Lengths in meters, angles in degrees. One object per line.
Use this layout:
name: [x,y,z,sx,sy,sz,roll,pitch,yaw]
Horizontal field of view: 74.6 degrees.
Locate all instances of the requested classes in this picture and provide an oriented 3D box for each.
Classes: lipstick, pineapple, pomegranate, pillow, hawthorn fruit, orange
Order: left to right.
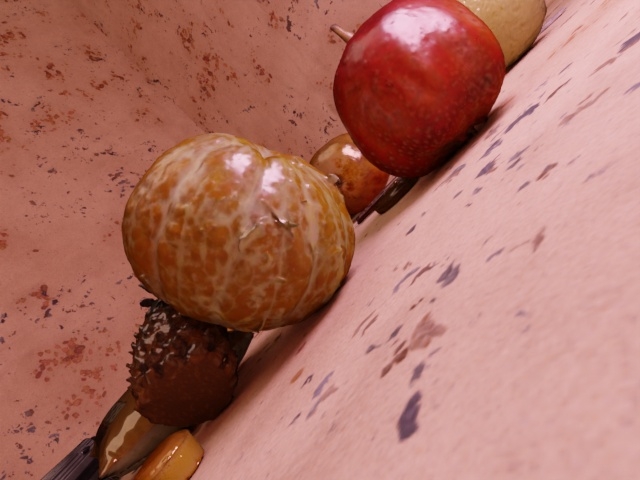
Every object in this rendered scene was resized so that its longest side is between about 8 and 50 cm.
pillow: [-0.285,0.291,0.783,0.312,0.119,0.310,-44,9,-36]
pineapple: [-0.223,0.119,0.698,0.165,0.165,0.365,-45,33,11]
orange: [-0.110,-0.019,0.615,0.329,0.329,0.249,-55,-12,-72]
pomegranate: [0.088,-0.202,1.295,0.252,0.229,0.270,-44,-2,22]
lipstick: [0.151,-0.106,1.051,0.176,0.027,0.027,-46,3,22]
hawthorn fruit: [0.140,-0.284,0.738,0.287,0.330,0.287,-45,-10,-10]

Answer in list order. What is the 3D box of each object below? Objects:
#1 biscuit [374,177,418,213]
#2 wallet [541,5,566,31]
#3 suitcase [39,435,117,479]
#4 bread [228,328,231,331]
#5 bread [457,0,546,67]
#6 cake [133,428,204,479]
biscuit: [0.167,-0.114,0.915,0.124,0.026,0.175,-44,4,26]
wallet: [0.638,-0.608,1.163,0.044,0.011,0.083,-48,4,-26]
suitcase: [-0.552,0.557,0.864,0.202,0.128,0.312,-46,4,-1]
bread: [-0.303,0.312,1.242,0.239,0.074,0.092,-45,-13,-11]
bread: [0.419,-0.582,1.098,0.237,0.321,0.320,-26,7,11]
cake: [-0.171,0.255,0.470,0.084,0.044,0.084,-45,5,5]
